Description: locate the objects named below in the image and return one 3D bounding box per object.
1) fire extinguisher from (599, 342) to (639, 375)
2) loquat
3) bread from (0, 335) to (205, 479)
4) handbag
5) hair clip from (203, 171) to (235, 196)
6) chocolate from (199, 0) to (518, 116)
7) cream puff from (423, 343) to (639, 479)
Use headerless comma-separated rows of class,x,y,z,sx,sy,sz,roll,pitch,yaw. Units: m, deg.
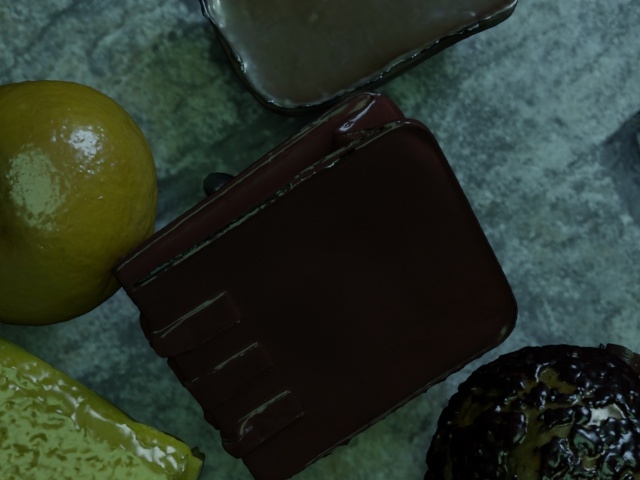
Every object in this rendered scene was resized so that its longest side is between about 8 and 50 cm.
fire extinguisher,0.247,0.157,1.371,0.056,0.039,0.132,16,81,28
loquat,-0.233,-0.032,1.254,0.208,0.208,0.208,1,84,-7
bread,-0.298,0.234,1.246,0.333,0.143,0.323,32,82,-3
handbag,0.002,0.043,1.263,0.275,0.084,0.260,-35,127,-3
hair clip,0.001,0.001,1.359,0.187,0.056,0.146,-8,86,1
chocolate,0.036,-0.196,1.364,0.261,0.083,0.161,-24,70,-9
cream puff,0.181,0.202,1.255,0.165,0.239,0.239,-12,85,-31
